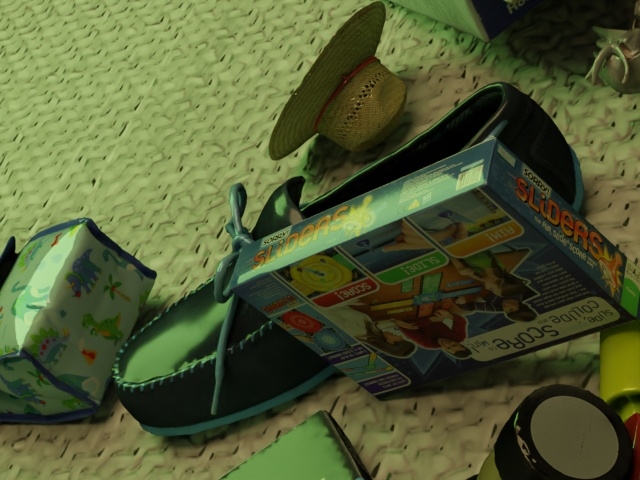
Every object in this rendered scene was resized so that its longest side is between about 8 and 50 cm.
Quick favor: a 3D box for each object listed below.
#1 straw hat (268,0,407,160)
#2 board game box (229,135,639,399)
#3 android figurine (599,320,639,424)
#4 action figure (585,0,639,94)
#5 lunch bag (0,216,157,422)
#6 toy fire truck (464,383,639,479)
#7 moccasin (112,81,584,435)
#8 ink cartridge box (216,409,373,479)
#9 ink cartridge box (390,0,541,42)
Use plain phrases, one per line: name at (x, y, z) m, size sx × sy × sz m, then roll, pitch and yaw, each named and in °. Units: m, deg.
straw hat at (0.029, -0.101, 1.160) m, size 0.061 × 0.144 × 0.144 m, roll 36°, pitch 71°, yaw 13°
board game box at (0.064, 0.024, 0.893) m, size 0.201 × 0.136 × 0.035 m, roll -22°, pitch 40°, yaw 41°
android figurine at (0.266, 0.030, 0.836) m, size 0.248 × 0.056 × 0.273 m, roll -17°, pitch 40°, yaw 23°
action figure at (0.282, -0.189, 1.029) m, size 0.285 × 0.099 × 0.185 m, roll -39°, pitch 30°, yaw -9°
lunch bag at (-0.214, 0.064, 1.152) m, size 0.151 × 0.096 × 0.128 m, roll -17°, pitch 40°, yaw 46°
toy fire truck at (0.173, 0.194, 0.680) m, size 0.158 × 0.246 × 0.217 m, roll 115°, pitch 175°, yaw -50°
moccasin at (0.000, 0.000, 1.026) m, size 0.342 × 0.117 × 0.137 m, roll -32°, pitch 36°, yaw 4°
ink cartridge box at (-0.040, 0.219, 0.876) m, size 0.208 × 0.045 × 0.206 m, roll -37°, pitch 36°, yaw 1°
ink cartridge box at (0.207, -0.280, 1.183) m, size 0.324 × 0.071 × 0.330 m, roll -38°, pitch 27°, yaw -5°
